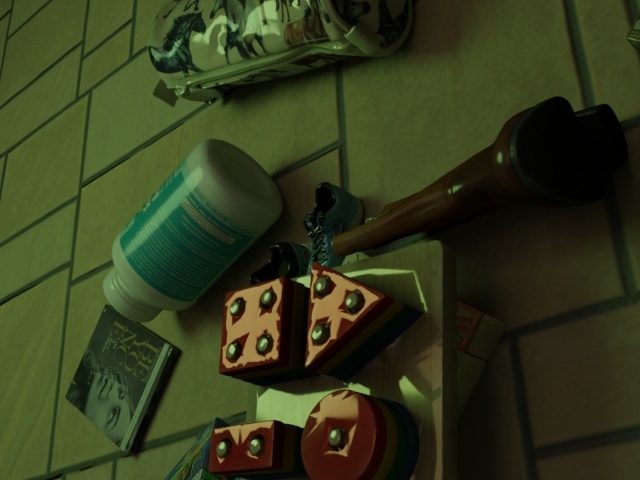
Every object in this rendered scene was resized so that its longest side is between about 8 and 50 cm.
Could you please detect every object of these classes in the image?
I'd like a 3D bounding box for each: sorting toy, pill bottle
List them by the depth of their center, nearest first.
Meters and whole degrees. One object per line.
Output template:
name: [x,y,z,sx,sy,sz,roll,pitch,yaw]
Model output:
sorting toy: [0.002,0.137,0.841,0.256,0.089,0.257,-17,60,39]
pill bottle: [-0.185,-0.003,1.188,0.264,0.146,0.146,-44,46,21]

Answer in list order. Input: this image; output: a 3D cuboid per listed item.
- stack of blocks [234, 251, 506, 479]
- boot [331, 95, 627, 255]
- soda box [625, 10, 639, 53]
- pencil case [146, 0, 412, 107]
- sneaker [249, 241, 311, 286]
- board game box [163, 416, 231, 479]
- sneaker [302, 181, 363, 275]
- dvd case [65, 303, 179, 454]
stack of blocks: [0.046,0.177,0.911,0.171,0.087,0.297,28,92,48]
boot: [0.123,-0.050,0.821,0.281,0.264,0.096,-20,97,32]
soda box: [0.373,-0.179,0.772,0.181,0.058,0.061,30,93,48]
pencil case: [-0.067,-0.293,1.197,0.410,0.160,0.183,-4,69,45]
sneaker: [-0.062,0.074,1.079,0.063,0.075,0.170,23,88,48]
board game box: [-0.179,0.327,1.059,0.201,0.035,0.136,-51,12,16]
sneaker: [0.000,0.000,1.034,0.063,0.073,0.162,-18,48,35]
dvd case: [-0.305,0.203,1.307,0.221,0.018,0.164,20,86,48]
